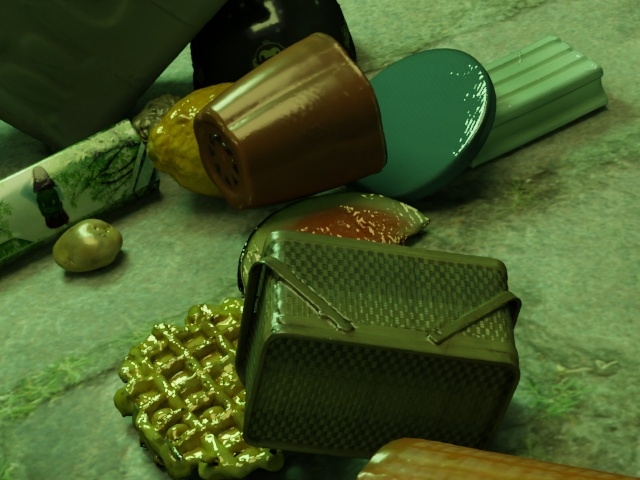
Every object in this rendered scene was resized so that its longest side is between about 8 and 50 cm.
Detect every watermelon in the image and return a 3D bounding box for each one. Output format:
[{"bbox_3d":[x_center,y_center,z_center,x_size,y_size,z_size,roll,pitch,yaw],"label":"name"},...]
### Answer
[{"bbox_3d":[0.001,0.006,1.843,0.245,0.063,0.119,-20,42,-22],"label":"watermelon"}]

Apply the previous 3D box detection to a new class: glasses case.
[{"bbox_3d":[-0.341,-0.052,2.017,0.272,0.062,0.095,-29,81,-16],"label":"glasses case"}]

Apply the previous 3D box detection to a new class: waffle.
[{"bbox_3d":[-0.098,0.152,1.681,0.262,0.060,0.280,-4,35,23],"label":"waffle"}]

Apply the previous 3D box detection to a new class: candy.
[{"bbox_3d":[-0.187,-0.141,2.109,0.095,0.085,0.110,-42,53,-20],"label":"candy"}]

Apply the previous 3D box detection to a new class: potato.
[{"bbox_3d":[-0.284,0.008,1.958,0.083,0.062,0.068,-31,16,15],"label":"potato"}]

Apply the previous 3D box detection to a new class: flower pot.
[{"bbox_3d":[-0.045,-0.124,1.863,0.173,0.190,0.190,-26,36,-21],"label":"flower pot"}]

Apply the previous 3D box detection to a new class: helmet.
[{"bbox_3d":[-0.074,-0.281,2.183,0.230,0.160,0.279,-14,34,0],"label":"helmet"}]

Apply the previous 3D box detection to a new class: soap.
[{"bbox_3d":[0.240,-0.174,1.985,0.198,0.066,0.119,-25,35,-12],"label":"soap"},{"bbox_3d":[-0.325,-0.364,2.119,0.435,0.350,0.213,-42,28,24],"label":"soap"}]

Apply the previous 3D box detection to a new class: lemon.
[{"bbox_3d":[-0.126,-0.123,1.995,0.187,0.142,0.142,-13,33,-17],"label":"lemon"}]

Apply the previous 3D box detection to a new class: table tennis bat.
[{"bbox_3d":[0.084,-0.148,1.973,0.329,0.044,0.215,16,74,49],"label":"table tennis bat"}]

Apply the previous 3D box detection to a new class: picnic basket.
[{"bbox_3d":[0.054,0.106,1.522,0.267,0.165,0.139,8,42,-9],"label":"picnic basket"}]

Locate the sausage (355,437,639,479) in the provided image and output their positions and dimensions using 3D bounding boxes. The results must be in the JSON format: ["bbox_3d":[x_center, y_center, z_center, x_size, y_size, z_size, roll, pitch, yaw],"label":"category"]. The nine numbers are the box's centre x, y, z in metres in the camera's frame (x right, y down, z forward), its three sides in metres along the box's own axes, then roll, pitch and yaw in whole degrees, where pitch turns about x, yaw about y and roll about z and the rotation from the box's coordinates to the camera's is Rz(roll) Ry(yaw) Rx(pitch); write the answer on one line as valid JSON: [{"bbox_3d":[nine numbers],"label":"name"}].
[{"bbox_3d":[0.171,0.285,1.237,0.287,0.233,0.233,5,40,28],"label":"sausage"}]
